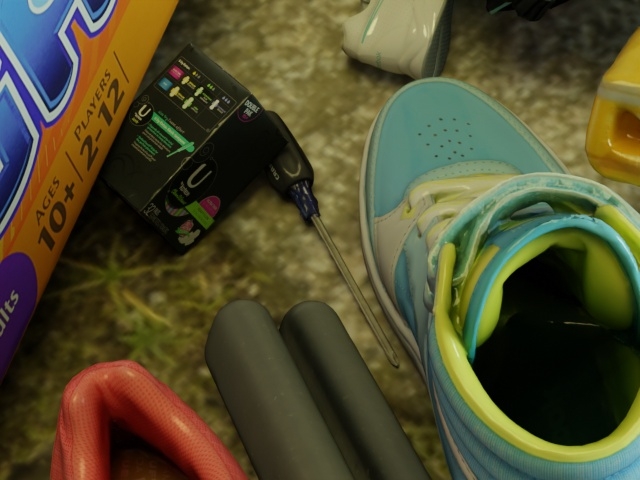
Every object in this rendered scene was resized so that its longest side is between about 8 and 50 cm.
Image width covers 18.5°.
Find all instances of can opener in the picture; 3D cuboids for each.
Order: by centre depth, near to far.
[{"bbox_3d":[0.013,0.136,0.871,0.074,0.093,0.280,3,40,-28],"label":"can opener"}]

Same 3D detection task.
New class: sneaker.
[{"bbox_3d":[-0.049,0.182,0.807,0.116,0.136,0.314,-22,55,-12],"label":"sneaker"},{"bbox_3d":[0.089,0.003,0.887,0.127,0.208,0.319,-16,54,-4],"label":"sneaker"},{"bbox_3d":[0.054,-0.157,1.108,0.061,0.053,0.152,11,55,16],"label":"sneaker"}]

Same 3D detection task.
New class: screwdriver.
[{"bbox_3d":[0.000,0.000,1.018,0.025,0.024,0.170,-33,60,16],"label":"screwdriver"}]

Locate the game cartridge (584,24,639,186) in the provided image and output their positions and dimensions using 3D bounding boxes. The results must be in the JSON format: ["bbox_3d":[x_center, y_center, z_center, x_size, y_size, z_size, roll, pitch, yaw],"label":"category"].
[{"bbox_3d":[0.296,-0.068,0.937,0.285,0.052,0.324,15,23,15],"label":"game cartridge"}]

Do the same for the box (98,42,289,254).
[{"bbox_3d":[-0.069,-0.047,1.014,0.083,0.062,0.052,-47,62,-5],"label":"box"}]

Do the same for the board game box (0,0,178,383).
[{"bbox_3d":[-0.298,-0.178,0.906,0.357,0.356,0.356,12,64,21],"label":"board game box"}]

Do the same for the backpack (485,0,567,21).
[{"bbox_3d":[0.161,-0.216,1.059,0.188,0.166,0.144,-29,95,-47],"label":"backpack"}]
